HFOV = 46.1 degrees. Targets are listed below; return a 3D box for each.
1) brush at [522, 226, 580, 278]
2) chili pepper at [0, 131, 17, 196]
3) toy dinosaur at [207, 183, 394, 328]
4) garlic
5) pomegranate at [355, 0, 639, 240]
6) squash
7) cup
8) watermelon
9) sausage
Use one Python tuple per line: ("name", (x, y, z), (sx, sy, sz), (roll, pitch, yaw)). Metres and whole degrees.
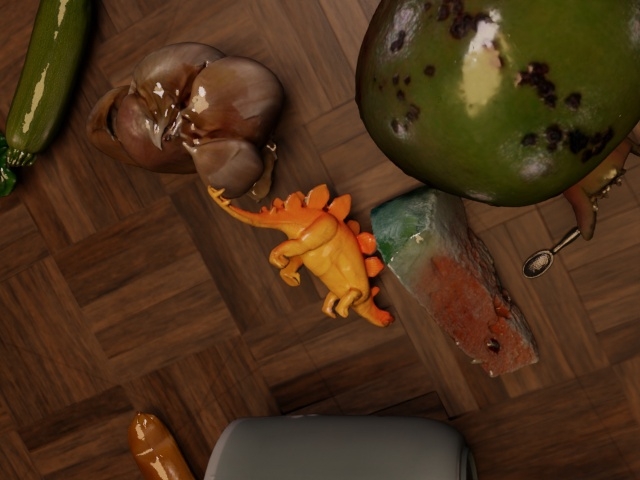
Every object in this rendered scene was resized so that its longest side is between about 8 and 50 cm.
("brush", (0.259, 0.014, 0.837), (0.083, 0.008, 0.024), (-43, 86, 21))
("chili pepper", (-0.483, -0.155, 0.969), (0.257, 0.074, 0.100), (44, 108, -4))
("toy dinosaur", (0.000, 0.000, 0.848), (0.288, 0.070, 0.117), (43, 74, -25))
("garlic", (-0.148, -0.143, 0.837), (0.214, 0.191, 0.160), (24, 84, 20))
("pomegranate", (0.190, -0.137, 0.679), (0.291, 0.291, 0.323), (-36, 92, 20))
("squash", (-0.328, -0.203, 0.911), (0.069, 0.069, 0.258), (29, 111, 7))
("cup", (0.051, 0.362, 0.877), (0.275, 0.259, 0.356), (-6, 133, 16))
("watermelon", (0.155, 0.058, 0.824), (0.094, 0.154, 0.241), (-32, 107, 20))
("sausage", (-0.209, 0.312, 1.018), (0.062, 0.054, 0.183), (-31, 93, -12))
